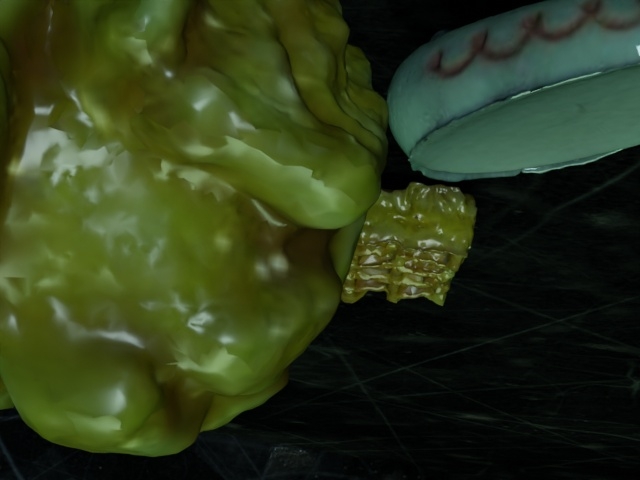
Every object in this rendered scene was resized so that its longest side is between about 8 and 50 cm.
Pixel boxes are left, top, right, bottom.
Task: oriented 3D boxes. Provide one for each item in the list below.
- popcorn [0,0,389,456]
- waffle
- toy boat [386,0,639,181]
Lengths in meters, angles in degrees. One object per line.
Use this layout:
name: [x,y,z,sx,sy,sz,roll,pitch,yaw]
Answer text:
popcorn: [-0.106,-0.066,0.689,0.290,0.326,0.321,-13,-164,-14]
waffle: [0.000,0.001,1.222,0.229,0.057,0.219,7,165,3]
toy boat: [0.131,-0.093,0.829,0.207,0.079,0.134,-15,163,30]
